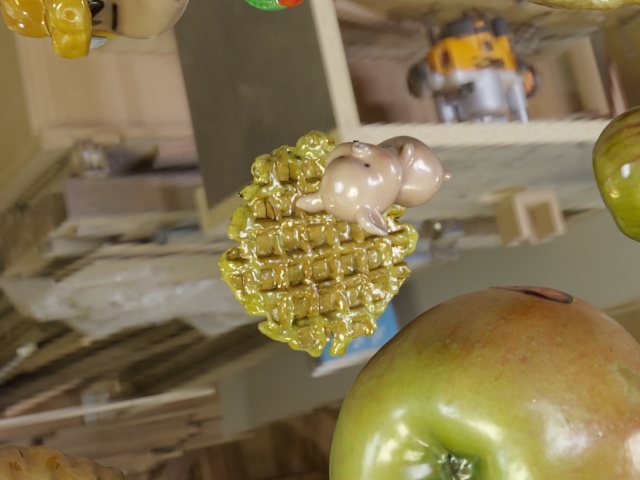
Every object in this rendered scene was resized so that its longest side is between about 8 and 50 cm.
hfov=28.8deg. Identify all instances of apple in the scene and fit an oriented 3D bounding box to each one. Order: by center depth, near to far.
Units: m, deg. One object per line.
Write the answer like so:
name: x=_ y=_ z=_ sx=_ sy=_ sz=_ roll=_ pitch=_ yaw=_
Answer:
apple: x=0.173 y=0.207 z=1.253 sx=0.338 sy=0.339 sz=0.305 roll=-23 pitch=166 yaw=42

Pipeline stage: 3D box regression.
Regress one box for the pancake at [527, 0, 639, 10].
pancake: x=0.323 y=-0.297 z=1.434 sx=0.282 sy=0.049 sz=0.282 roll=6 pitch=-174 yaw=-1

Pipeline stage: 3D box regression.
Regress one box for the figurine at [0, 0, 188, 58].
figurine: x=-0.230 y=-0.388 z=1.455 sx=0.387 sy=0.268 sz=0.401 roll=-34 pitch=-154 yaw=-25

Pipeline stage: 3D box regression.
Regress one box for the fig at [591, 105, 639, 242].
fig: x=0.365 y=-0.086 z=1.252 sx=0.186 sy=0.142 sz=0.148 roll=-34 pitch=150 yaw=5

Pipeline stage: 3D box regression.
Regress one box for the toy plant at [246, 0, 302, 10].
toy plant: x=-0.053 y=-0.300 z=1.200 sx=0.088 sy=0.240 sz=0.155 roll=-11 pitch=133 yaw=-31

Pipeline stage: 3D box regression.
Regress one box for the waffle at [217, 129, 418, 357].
waffle: x=0.000 y=0.000 z=1.757 sx=0.302 sy=0.325 sz=0.068 roll=42 pitch=152 yaw=-26

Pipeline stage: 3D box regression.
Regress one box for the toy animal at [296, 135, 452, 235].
toy animal: x=0.058 y=-0.055 z=1.141 sx=0.150 sy=0.089 sz=0.083 roll=-20 pitch=-175 yaw=-32

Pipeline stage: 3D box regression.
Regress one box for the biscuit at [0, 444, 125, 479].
biscuit: x=-0.406 y=0.428 z=1.793 sx=0.325 sy=0.326 sz=0.107 roll=-2 pitch=124 yaw=-37
